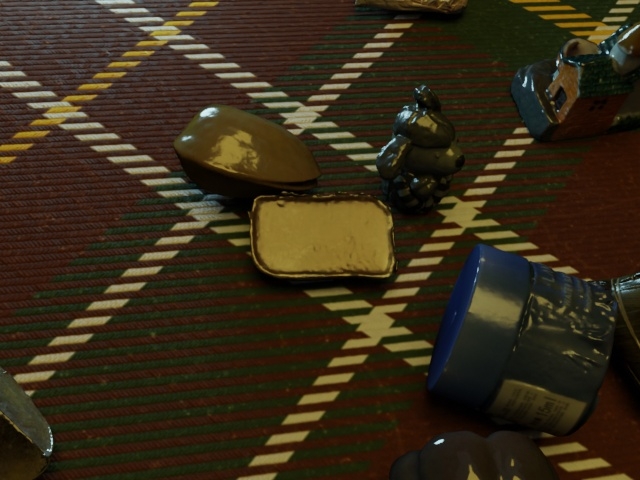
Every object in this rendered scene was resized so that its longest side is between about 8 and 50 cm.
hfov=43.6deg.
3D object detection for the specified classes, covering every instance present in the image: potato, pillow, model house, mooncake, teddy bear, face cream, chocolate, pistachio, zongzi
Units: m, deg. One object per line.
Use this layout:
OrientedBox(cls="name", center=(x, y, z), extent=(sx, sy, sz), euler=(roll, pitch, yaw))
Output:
OrientedBox(cls="potato", center=(-0.496, 0.257, 1.177), extent=(0.261, 0.100, 0.120), euler=(44, 100, 4))
OrientedBox(cls="pillow", center=(0.208, -0.581, 1.824), extent=(0.270, 0.067, 0.173), euler=(3, 51, -6))
OrientedBox(cls="model house", center=(0.564, -0.356, 1.591), extent=(0.271, 0.301, 0.190), euler=(-8, 65, -13))
OrientedBox(cls="mooncake", center=(0.216, 0.355, 1.104), extent=(0.245, 0.245, 0.133), euler=(0, 55, -7))
OrientedBox(cls="teddy bear", center=(0.178, -0.140, 1.438), extent=(0.144, 0.251, 0.171), euler=(37, 74, 19))
OrientedBox(cls="face cream", center=(0.308, 0.154, 1.238), extent=(0.225, 0.249, 0.249), euler=(20, 56, 2))
OrientedBox(cls="chocolate", center=(0.001, 0.000, 1.400), extent=(0.261, 0.083, 0.161), euler=(3, 73, -5))
OrientedBox(cls="pistachio", center=(-0.126, -0.146, 1.426), extent=(0.261, 0.162, 0.212), euler=(16, 31, 2))
OrientedBox(cls="zongzi", center=(0.501, 0.180, 1.348), extent=(0.111, 0.241, 0.247), euler=(7, 75, -47))
